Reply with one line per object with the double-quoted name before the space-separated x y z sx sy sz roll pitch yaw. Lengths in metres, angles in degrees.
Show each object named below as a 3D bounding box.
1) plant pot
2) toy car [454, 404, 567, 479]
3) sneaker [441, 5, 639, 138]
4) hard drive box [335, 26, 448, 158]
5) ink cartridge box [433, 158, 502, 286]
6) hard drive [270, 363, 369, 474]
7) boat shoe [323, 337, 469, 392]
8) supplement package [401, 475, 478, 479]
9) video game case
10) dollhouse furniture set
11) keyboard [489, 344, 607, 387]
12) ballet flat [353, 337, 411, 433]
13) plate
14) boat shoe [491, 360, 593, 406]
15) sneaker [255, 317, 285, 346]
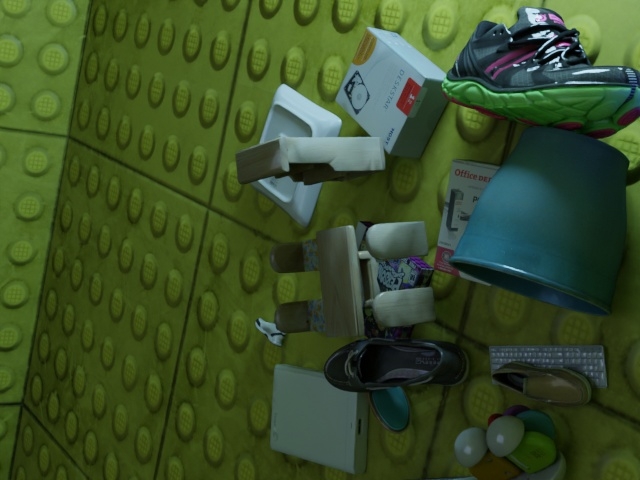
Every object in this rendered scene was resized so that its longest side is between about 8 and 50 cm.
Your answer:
"plant pot" 0.378 -0.040 1.640 0.272 0.272 0.255 13 83 52
"toy car" 0.338 0.355 1.754 0.182 0.159 0.136 -34 24 46
"sneaker" 0.366 -0.296 1.692 0.483 0.185 0.202 31 105 60
"hard drive box" 0.152 -0.308 2.081 0.232 0.089 0.181 49 125 42
"ink cartridge box" 0.308 -0.034 1.851 0.158 0.092 0.218 17 98 51
"hard drive" -0.006 0.396 2.256 0.307 0.040 0.203 1 87 52
"boat shoe" 0.130 0.240 1.983 0.335 0.095 0.112 -7 70 35
"supplement package" 0.193 0.587 1.894 0.204 0.145 0.262 -20 71 50
"video game case" 0.126 0.100 2.112 0.232 0.042 0.210 40 119 46
"dollhouse furniture set" 0.000 0.000 2.007 0.362 0.256 0.394 -10 85 56
"keyboard" 0.398 0.222 1.772 0.256 0.014 0.072 -8 80 52
"ballet flat" 0.125 0.310 2.085 0.073 0.080 0.232 96 156 -52
"plate" -0.077 -0.208 2.404 0.277 0.045 0.278 39 117 46
"boat shoe" 0.377 0.253 1.732 0.190 0.072 0.068 2 94 52
"sneaker" -0.118 0.214 2.427 0.109 0.040 0.044 37 99 44
